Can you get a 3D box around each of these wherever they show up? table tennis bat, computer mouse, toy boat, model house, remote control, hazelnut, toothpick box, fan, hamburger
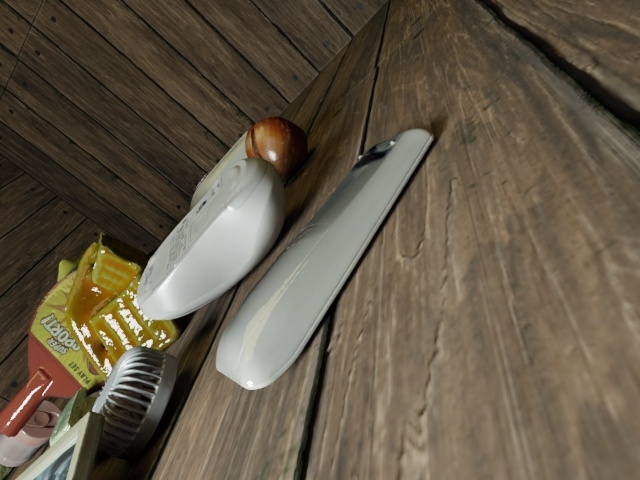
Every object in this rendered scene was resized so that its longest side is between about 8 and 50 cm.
[{"bbox_3d":[-0.544,0.236,0.959,0.414,0.268,0.051,-52,-18,-8],"label":"table tennis bat"},{"bbox_3d":[-0.156,0.005,0.689,0.296,0.121,0.184,-50,30,7],"label":"computer mouse"},{"bbox_3d":[-0.216,-0.145,1.126,0.269,0.141,0.140,-47,18,13],"label":"toy boat"},{"bbox_3d":[-0.363,0.113,0.814,0.173,0.268,0.239,-37,9,-39],"label":"model house"},{"bbox_3d":[0.000,0.000,0.446,0.313,0.055,0.109,-55,19,-21],"label":"remote control"},{"bbox_3d":[-0.095,-0.191,0.958,0.143,0.143,0.154,-56,12,-21],"label":"hazelnut"},{"bbox_3d":[-0.710,0.468,1.068,0.149,0.098,0.098,-42,19,21],"label":"toothpick box"},{"bbox_3d":[-0.266,0.230,0.581,0.244,0.074,0.130,-42,30,35],"label":"fan"},{"bbox_3d":[-0.475,0.352,0.839,0.084,0.054,0.121,-44,26,9],"label":"hamburger"}]

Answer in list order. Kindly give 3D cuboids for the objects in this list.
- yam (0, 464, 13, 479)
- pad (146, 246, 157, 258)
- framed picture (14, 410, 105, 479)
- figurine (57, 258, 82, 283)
[{"bbox_3d":[-0.994,0.660,1.196,0.300,0.195,0.195,-46,18,10],"label":"yam"},{"bbox_3d":[-0.506,0.108,1.078,0.243,0.004,0.163,-38,17,0],"label":"pad"},{"bbox_3d":[-0.328,0.351,0.446,0.324,0.020,0.240,-39,37,26],"label":"framed picture"},{"bbox_3d":[-0.701,0.171,1.602,0.378,0.266,0.361,-2,11,23],"label":"figurine"}]
